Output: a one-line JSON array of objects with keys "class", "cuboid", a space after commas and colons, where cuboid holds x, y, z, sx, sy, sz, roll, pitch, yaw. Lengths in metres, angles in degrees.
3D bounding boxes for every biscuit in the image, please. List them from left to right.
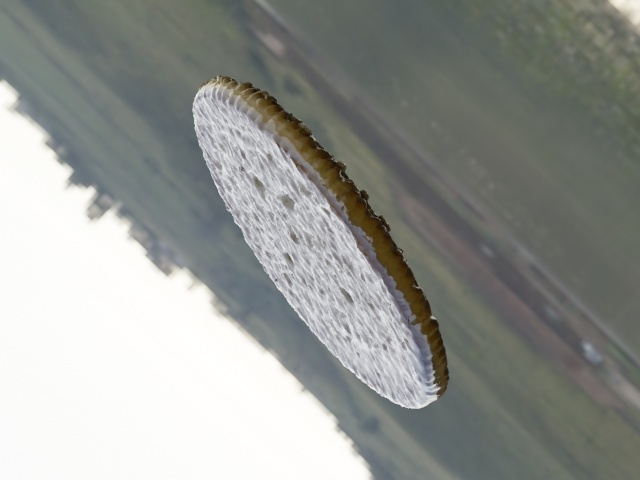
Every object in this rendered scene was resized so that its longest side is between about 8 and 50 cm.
[{"class": "biscuit", "cuboid": [0.000, 0.000, 1.248, 0.305, 0.038, 0.305, 49, 164, 19]}]
